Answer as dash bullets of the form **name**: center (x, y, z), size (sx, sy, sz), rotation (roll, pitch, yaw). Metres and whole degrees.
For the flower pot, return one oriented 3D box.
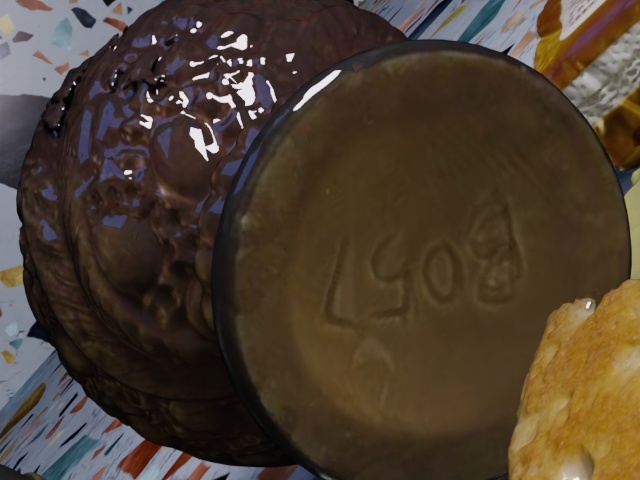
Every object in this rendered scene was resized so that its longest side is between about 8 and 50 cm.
- **flower pot**: center (0.000, 0.000, 0.644), size (0.266, 0.266, 0.267), rotation (-50, 23, -12)

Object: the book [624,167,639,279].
- **book**: center (0.213, -0.048, 0.578), size (0.192, 0.013, 0.168), rotation (-42, 12, 27)

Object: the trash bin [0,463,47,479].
- **trash bin**: center (-0.283, 0.281, 0.827), size (0.334, 0.214, 0.214), rotation (-50, 10, 10)

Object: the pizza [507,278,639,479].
- **pizza**: center (0.114, 0.076, 0.385), size (0.127, 0.058, 0.246), rotation (-55, 15, -5)

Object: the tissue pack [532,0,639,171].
- **tissue pack**: center (0.224, -0.158, 0.716), size (0.226, 0.092, 0.183), rotation (-44, 8, 27)
